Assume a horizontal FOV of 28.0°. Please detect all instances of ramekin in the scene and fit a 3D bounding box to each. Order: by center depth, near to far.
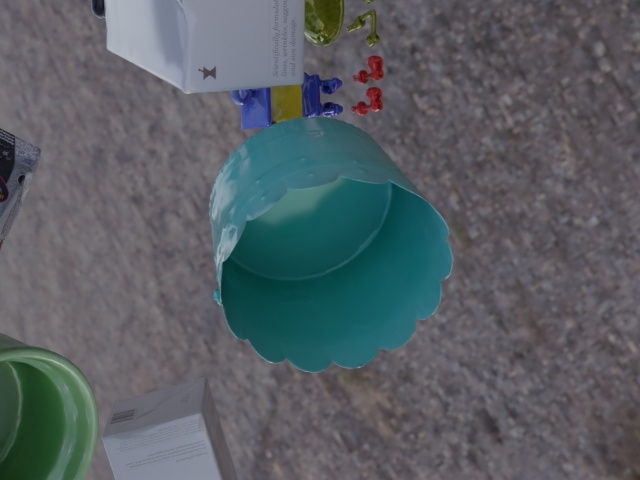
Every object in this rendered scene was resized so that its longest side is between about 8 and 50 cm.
[{"bbox_3d":[-0.454,0.258,1.668,0.148,0.303,0.303,23,140,39],"label":"ramekin"}]

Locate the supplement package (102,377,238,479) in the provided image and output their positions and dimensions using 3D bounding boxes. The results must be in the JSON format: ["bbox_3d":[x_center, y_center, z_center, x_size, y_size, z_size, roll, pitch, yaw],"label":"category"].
[{"bbox_3d":[-0.240,0.415,2.194,0.177,0.175,0.293,-100,-6,-77],"label":"supplement package"}]

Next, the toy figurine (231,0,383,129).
[{"bbox_3d":[-0.040,-0.260,2.031,0.191,0.217,0.363,2,95,52],"label":"toy figurine"}]

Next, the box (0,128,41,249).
[{"bbox_3d":[-0.456,-0.022,1.512,0.163,0.142,0.247,28,133,-9],"label":"box"}]

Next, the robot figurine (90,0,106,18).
[{"bbox_3d":[-0.236,-0.414,2.008,0.209,0.173,0.278,-3,88,41],"label":"robot figurine"}]

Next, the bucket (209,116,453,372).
[{"bbox_3d":[0.000,0.000,1.521,0.183,0.281,0.281,-114,7,-55],"label":"bucket"}]

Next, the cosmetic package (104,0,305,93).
[{"bbox_3d":[-0.155,-0.318,1.598,0.385,0.156,0.217,-145,53,-61],"label":"cosmetic package"}]
